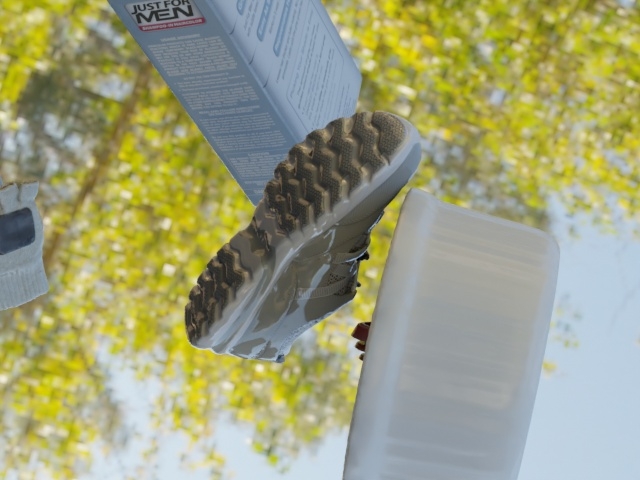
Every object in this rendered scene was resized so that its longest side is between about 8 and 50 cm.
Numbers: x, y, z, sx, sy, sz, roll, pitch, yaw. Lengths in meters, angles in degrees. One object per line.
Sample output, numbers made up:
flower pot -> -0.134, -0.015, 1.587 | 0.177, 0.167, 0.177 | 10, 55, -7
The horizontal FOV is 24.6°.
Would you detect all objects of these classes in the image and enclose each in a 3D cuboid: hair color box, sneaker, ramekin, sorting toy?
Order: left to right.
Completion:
hair color box -> -0.081, -0.218, 1.605 | 0.113, 0.374, 0.185 | -3, -124, 23
sneaker -> 0.000, 0.000, 1.280 | 0.281, 0.115, 0.105 | -46, -143, 28
sorting toy -> 0.072, 0.098, 1.242 | 0.102, 0.061, 0.042 | 14, -81, 40
ramekin -> 0.111, 0.103, 1.219 | 0.277, 0.135, 0.277 | 11, 90, -84

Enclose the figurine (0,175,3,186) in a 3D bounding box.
figurine -> -0.473, -0.111, 1.818 | 0.215, 0.092, 0.209 | 11, -64, 44

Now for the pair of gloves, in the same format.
pair of gloves -> -0.435, 0.028, 1.725 | 0.042, 0.240, 0.204 | 51, -32, 42
